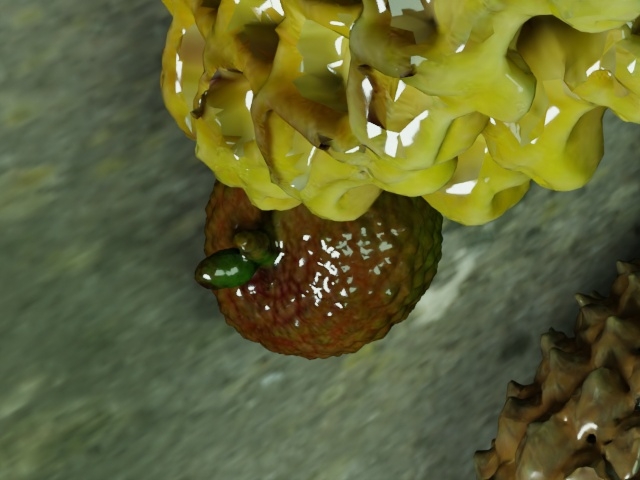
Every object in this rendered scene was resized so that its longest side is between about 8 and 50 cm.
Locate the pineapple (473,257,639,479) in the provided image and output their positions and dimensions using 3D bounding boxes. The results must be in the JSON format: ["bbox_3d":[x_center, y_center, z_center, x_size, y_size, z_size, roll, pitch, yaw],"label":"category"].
[{"bbox_3d":[0.238,0.049,0.819,0.223,0.223,0.357,41,68,-34],"label":"pineapple"}]

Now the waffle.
[{"bbox_3d":[0.026,-0.172,0.561,0.151,0.261,0.324,1,80,-33],"label":"waffle"}]

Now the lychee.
[{"bbox_3d":[0.000,0.000,0.686,0.146,0.114,0.114,-9,106,-53],"label":"lychee"}]
